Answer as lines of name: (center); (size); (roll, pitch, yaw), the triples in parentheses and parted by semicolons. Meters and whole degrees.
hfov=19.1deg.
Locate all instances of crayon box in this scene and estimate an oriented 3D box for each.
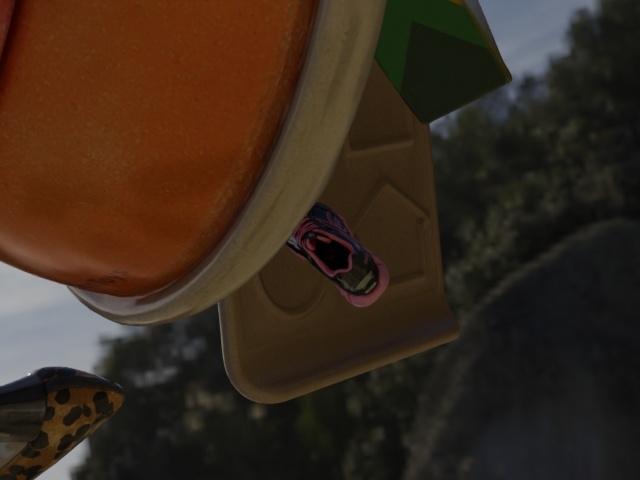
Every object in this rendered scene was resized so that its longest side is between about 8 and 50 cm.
crayon box: (0.022, -0.250, 1.355); (0.081, 0.202, 0.318); (-26, -37, 11)

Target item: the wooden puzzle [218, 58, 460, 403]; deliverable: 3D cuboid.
wooden puzzle: (-0.010, -0.057, 1.636); (0.080, 0.347, 0.322); (-7, 4, 36)

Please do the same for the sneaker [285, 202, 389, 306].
sneaker: (0.000, 0.000, 1.411); (0.047, 0.119, 0.057); (-53, -38, 3)

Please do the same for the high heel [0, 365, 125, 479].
high heel: (-0.261, 0.201, 1.586); (0.186, 0.093, 0.261); (-10, -34, -20)

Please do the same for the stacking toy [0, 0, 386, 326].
stacking toy: (-0.238, -0.150, 0.788); (0.480, 0.350, 0.350); (5, -19, -32)
